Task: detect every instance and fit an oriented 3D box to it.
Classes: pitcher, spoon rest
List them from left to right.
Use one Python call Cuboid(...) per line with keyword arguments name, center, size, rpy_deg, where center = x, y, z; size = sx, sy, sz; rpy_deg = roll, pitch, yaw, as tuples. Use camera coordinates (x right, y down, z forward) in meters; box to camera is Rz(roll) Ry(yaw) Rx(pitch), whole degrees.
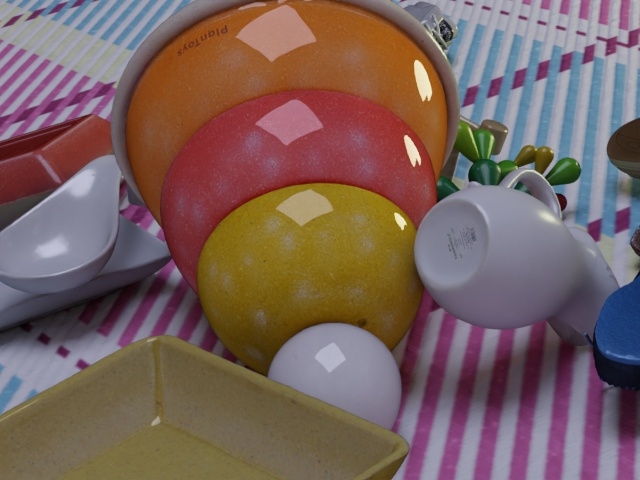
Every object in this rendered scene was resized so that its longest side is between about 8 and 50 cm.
Cuboid(name="spoon rest", center=(-0.248, -0.023, 1.893), size=(0.137, 0.084, 0.276), rpy_deg=(4, 25, 23))
Cuboid(name="pitcher", center=(0.172, 0.000, 1.636), size=(0.125, 0.177, 0.207), rpy_deg=(-35, -31, 30))

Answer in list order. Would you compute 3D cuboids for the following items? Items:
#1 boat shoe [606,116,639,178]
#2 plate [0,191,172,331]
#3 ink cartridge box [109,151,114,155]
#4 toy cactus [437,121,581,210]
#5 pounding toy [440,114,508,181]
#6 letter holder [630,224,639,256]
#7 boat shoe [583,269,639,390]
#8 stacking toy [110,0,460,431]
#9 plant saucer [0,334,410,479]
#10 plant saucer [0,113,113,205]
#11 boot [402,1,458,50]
Cuboid(name="boat shoe", center=(0.454, -0.085, 1.969), size=(0.285, 0.089, 0.104), rpy_deg=(3, 44, 28))
Cuboid(name="plate", center=(-0.334, 0.028, 1.957), size=(0.278, 0.045, 0.277), rpy_deg=(-19, 27, -26))
Cuboid(name="ink cartridge box", center=(-0.336, -0.076, 2.228), size=(0.145, 0.045, 0.179), rpy_deg=(-25, 11, -34))
Cuboid(name="toy cactus", center=(0.172, -0.045, 1.935), size=(0.219, 0.112, 0.180), rpy_deg=(7, 44, -12))
Cuboid(name="pounding toy", center=(0.111, -0.106, 2.093), size=(0.206, 0.094, 0.181), rpy_deg=(9, 20, -14))
Cuboid(name="letter holder", center=(0.455, -0.103, 1.793), size=(0.214, 0.152, 0.302), rpy_deg=(22, 53, 42))
Cuboid(name="boat shoe", center=(0.309, 0.083, 1.611), size=(0.109, 0.089, 0.258), rpy_deg=(20, 28, 24))
Cuboid(name="stacking toy", center=(-0.018, 0.018, 1.669), size=(0.351, 0.350, 0.480), rpy_deg=(-7, 44, 0))
Cuboid(name="plant saucer", center=(-0.149, 0.215, 1.423), size=(0.333, 0.081, 0.333), rpy_deg=(-29, 32, -34))
Cuboid(name="plant saucer", center=(-0.374, -0.079, 2.074), size=(0.259, 0.047, 0.258), rpy_deg=(-16, 12, 15))
Cuboid(name="boot", center=(0.129, -0.276, 2.456), size=(0.123, 0.095, 0.258), rpy_deg=(-17, 24, -6))
